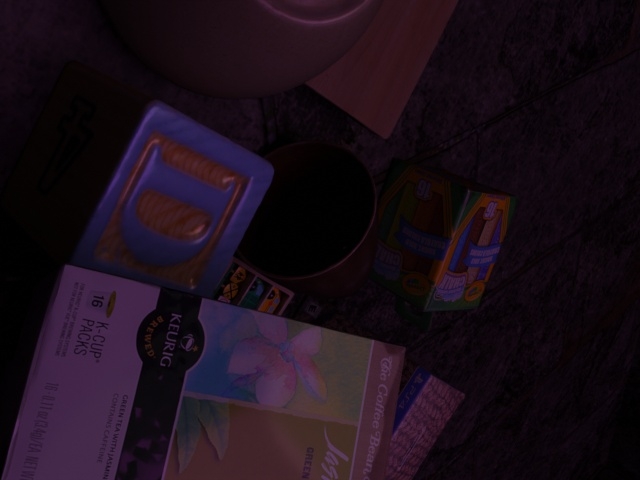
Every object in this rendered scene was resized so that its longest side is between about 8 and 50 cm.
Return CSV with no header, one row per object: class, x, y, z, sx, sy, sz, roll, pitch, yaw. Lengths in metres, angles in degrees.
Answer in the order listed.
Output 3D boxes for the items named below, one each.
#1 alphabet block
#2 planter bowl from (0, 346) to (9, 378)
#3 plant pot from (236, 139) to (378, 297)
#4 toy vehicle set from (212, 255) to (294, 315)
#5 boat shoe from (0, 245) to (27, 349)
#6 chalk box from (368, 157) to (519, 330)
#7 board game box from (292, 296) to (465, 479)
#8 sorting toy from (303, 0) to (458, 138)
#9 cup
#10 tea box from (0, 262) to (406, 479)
alphabet block,-0.208,-0.062,0.754,0.192,0.197,0.193,27,92,-48
planter bowl,-0.411,0.211,0.777,0.162,0.109,0.162,-24,127,-35
plant pot,0.000,0.000,1.012,0.215,0.215,0.230,-51,153,-10
toy vehicle set,-0.168,0.159,1.040,0.166,0.035,0.267,36,86,-48
boat shoe,-0.383,0.026,0.610,0.355,0.132,0.130,114,-2,-81
chalk box,0.201,0.021,1.215,0.179,0.180,0.289,4,108,-46
board game box,0.047,0.267,1.121,0.232,0.291,0.141,-57,139,-3
sorting toy,0.056,-0.317,0.946,0.255,0.089,0.257,23,95,-48
cup,-0.053,-0.302,0.668,0.331,0.237,0.331,-7,108,-23
tea box,-0.145,0.175,0.670,0.323,0.329,0.220,16,76,-25
